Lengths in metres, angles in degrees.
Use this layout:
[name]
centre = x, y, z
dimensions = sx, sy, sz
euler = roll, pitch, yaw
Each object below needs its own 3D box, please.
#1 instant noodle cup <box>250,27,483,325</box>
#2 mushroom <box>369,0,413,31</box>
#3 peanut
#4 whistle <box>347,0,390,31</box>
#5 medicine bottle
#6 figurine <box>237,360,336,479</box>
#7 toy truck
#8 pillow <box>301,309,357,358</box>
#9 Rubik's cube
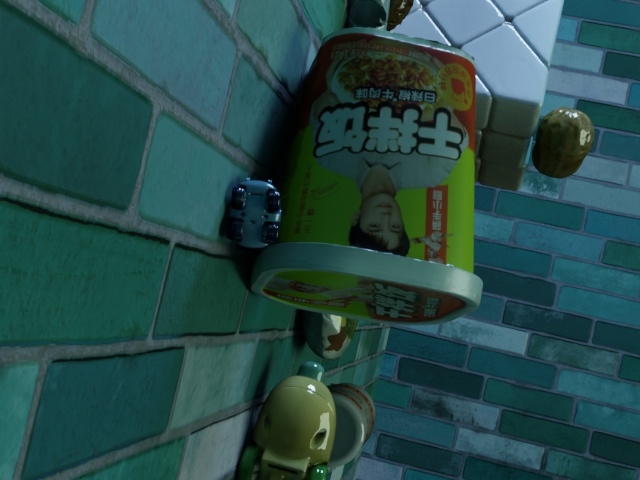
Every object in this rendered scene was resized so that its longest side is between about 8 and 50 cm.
[instant noodle cup]
centre = 0.069, -0.074, 1.169
dimensions = 0.294, 0.294, 0.307
euler = 70, 27, -73
[mushroom]
centre = 0.107, -0.384, 1.488
dimensions = 0.109, 0.085, 0.126
euler = 53, 53, -78
[peanut]
centre = 0.422, -0.169, 1.659
dimensions = 0.226, 0.095, 0.108
euler = 69, 39, -73
[whistle]
centre = 0.079, -0.401, 1.379
dimensions = 0.062, 0.062, 0.312
euler = -63, 163, -56
[medicine bottle]
centre = 0.031, 0.352, 1.850
dimensions = 0.252, 0.144, 0.144
euler = 28, 75, -82
[figurine]
centre = -0.044, 0.329, 1.468
dimensions = 0.222, 0.124, 0.324
euler = -72, 173, -45
[toy truck]
centre = -0.070, -0.031, 1.031
dimensions = 0.090, 0.056, 0.073
euler = -96, -167, -82
[pillow]
centre = 0.016, 0.100, 1.646
dimensions = 0.233, 0.086, 0.214
euler = 60, 33, -72
[Rubik's cube]
centre = 0.251, -0.315, 1.717
dimensions = 0.316, 0.319, 0.321
euler = 80, 24, -67
